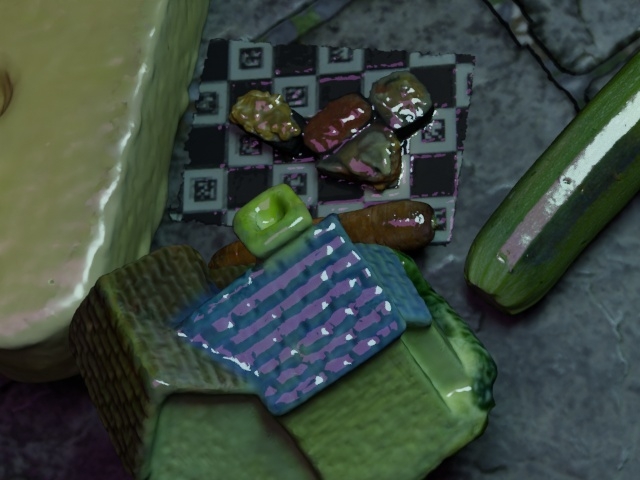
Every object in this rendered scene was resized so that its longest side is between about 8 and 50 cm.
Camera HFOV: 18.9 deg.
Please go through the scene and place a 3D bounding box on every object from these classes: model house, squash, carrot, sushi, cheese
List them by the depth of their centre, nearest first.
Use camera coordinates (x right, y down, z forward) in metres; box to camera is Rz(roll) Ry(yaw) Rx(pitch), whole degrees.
[{"bbox_3d":[-0.035,0.056,1.155,0.214,0.189,0.195,-32,48,6],"label":"model house"},{"bbox_3d":[0.179,-0.049,1.232,0.066,0.066,0.229,41,87,21],"label":"squash"},{"bbox_3d":[0.001,0.000,1.273,0.165,0.036,0.035,-10,71,20],"label":"carrot"},{"bbox_3d":[-0.003,-0.074,1.299,0.201,0.031,0.139,5,75,15],"label":"sushi"},{"bbox_3d":[-0.268,-0.108,1.304,0.384,0.104,0.383,-2,68,5],"label":"cheese"}]
